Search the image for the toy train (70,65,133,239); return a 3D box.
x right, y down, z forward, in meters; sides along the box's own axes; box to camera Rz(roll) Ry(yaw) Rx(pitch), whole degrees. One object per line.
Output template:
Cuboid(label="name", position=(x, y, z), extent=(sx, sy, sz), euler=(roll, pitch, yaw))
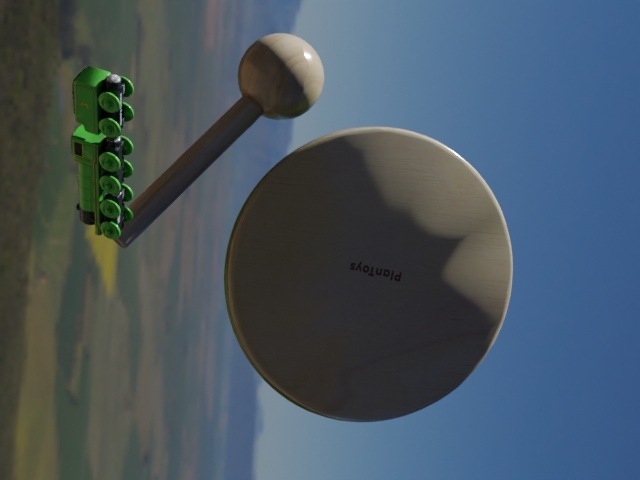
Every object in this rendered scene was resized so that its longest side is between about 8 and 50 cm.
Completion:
Cuboid(label="toy train", position=(-0.089, -0.034, 0.525), extent=(0.017, 0.024, 0.083), euler=(-61, 165, -46))

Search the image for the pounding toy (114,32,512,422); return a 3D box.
Cuboid(label="pounding toy", position=(0.000, 0.000, 0.828), extent=(0.183, 0.237, 0.110), euler=(-50, -165, -5))
